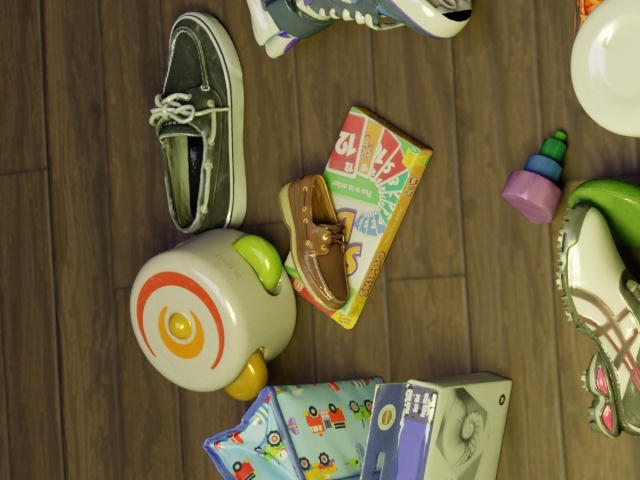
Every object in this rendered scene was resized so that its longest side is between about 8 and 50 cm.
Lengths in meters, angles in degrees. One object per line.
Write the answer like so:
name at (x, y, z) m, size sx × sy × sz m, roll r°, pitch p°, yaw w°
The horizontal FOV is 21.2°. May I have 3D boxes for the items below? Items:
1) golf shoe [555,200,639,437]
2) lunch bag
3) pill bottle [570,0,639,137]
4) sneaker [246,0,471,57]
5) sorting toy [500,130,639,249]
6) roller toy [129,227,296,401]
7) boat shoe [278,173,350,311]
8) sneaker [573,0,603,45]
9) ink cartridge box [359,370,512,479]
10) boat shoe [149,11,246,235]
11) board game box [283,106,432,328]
golf shoe at (0.333, 0.081, 1.856) m, size 0.120 × 0.105 × 0.272 m, roll -8°, pitch 108°, yaw 29°
lunch bag at (0.032, 0.322, 2.035) m, size 0.138 × 0.221 × 0.293 m, roll -44°, pitch 64°, yaw 30°
pill bottle at (0.377, -0.170, 1.732) m, size 0.146 × 0.264 × 0.146 m, roll -1°, pitch 88°, yaw 39°
sneaker at (0.027, -0.293, 2.117) m, size 0.323 × 0.130 × 0.236 m, roll 48°, pitch 128°, yaw 23°
sorting toy at (0.371, -0.066, 1.863) m, size 0.366 × 0.127 × 0.126 m, roll 11°, pitch 68°, yaw 41°
roller toy at (-0.142, 0.093, 2.200) m, size 0.191 × 0.146 × 0.209 m, roll 9°, pitch 112°, yaw 34°
boat shoe at (0.000, 0.000, 2.120) m, size 0.060 × 0.064 × 0.178 m, roll -30°, pitch 69°, yaw 37°
sneaker at (0.295, -0.297, 1.852) m, size 0.125 × 0.180 × 0.321 m, roll 3°, pitch 92°, yaw 39°
ink cartridge box at (0.129, 0.266, 1.957) m, size 0.045 × 0.224 × 0.223 m, roll 15°, pitch 100°, yaw 38°
boat shoe at (-0.174, -0.157, 2.276) m, size 0.113 × 0.105 × 0.306 m, roll -4°, pitch 88°, yaw 39°
board game box at (0.040, -0.026, 2.153) m, size 0.124 × 0.039 × 0.259 m, roll 36°, pitch 114°, yaw 34°
